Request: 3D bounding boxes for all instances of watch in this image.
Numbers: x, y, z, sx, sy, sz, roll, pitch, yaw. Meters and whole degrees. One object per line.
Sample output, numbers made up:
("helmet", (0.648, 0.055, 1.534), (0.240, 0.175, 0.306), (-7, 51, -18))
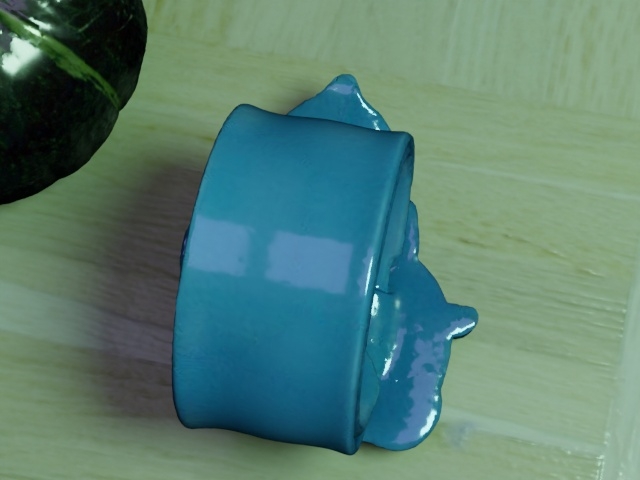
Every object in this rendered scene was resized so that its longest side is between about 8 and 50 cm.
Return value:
("watch", (0.000, 0.000, 1.062), (0.241, 0.274, 0.305), (7, 79, 8))

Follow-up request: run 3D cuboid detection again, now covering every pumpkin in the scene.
("pumpkin", (-0.296, -0.181, 1.160), (0.323, 0.241, 0.323), (-1, 76, 6))
